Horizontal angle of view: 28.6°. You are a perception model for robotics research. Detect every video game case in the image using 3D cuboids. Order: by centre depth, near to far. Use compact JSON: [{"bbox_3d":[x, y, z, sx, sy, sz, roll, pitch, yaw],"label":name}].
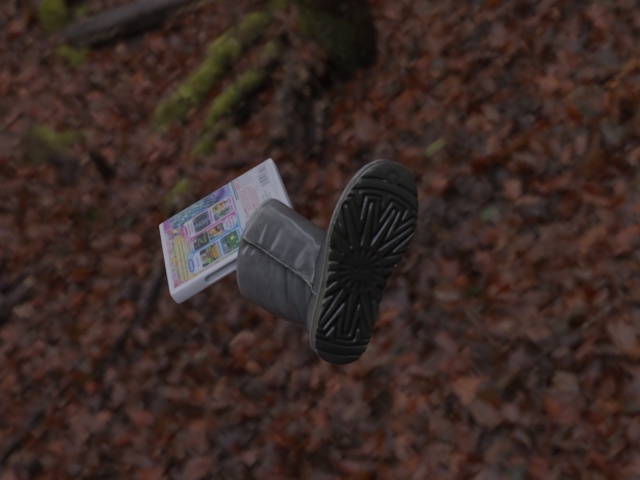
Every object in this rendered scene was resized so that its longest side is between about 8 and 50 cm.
[{"bbox_3d":[-0.096,-0.013,1.283,0.143,0.019,0.157,-31,29,5],"label":"video game case"}]

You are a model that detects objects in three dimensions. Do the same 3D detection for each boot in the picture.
[{"bbox_3d":[-0.002,-0.002,1.102,0.189,0.076,0.208,-68,21,9],"label":"boot"}]
